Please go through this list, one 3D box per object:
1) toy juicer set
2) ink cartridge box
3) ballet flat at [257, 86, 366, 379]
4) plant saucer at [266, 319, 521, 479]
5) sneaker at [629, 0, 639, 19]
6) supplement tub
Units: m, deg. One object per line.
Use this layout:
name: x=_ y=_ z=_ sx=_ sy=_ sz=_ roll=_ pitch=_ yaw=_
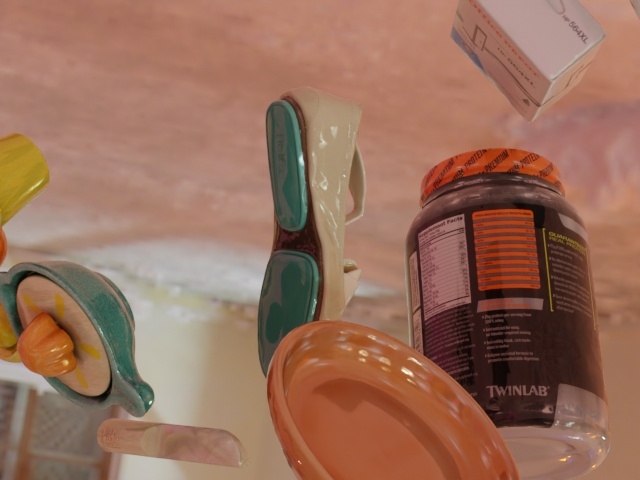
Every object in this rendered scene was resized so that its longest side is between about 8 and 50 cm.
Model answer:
toy juicer set: x=-0.217 y=0.086 z=1.277 sx=0.089 sy=0.329 sz=0.209 roll=-36 pitch=180 yaw=-36
ink cartridge box: x=0.226 y=-0.230 z=1.752 sx=0.148 sy=0.086 sz=0.203 roll=49 pitch=176 yaw=8
ballet flat: x=0.000 y=0.000 z=1.276 sx=0.086 sy=0.248 sz=0.086 roll=3 pitch=-169 yaw=-1
plant saucer: x=0.045 y=0.137 z=1.027 sx=0.200 sy=0.200 sz=0.037 roll=15 pitch=125 yaw=-37
sneaker: x=0.398 y=-0.334 z=1.530 sx=0.236 sy=0.323 sz=0.130 roll=-22 pitch=-160 yaw=28
supplement tub: x=0.197 y=0.084 z=1.710 sx=0.207 sy=0.338 sz=0.207 roll=-1 pitch=152 yaw=0
